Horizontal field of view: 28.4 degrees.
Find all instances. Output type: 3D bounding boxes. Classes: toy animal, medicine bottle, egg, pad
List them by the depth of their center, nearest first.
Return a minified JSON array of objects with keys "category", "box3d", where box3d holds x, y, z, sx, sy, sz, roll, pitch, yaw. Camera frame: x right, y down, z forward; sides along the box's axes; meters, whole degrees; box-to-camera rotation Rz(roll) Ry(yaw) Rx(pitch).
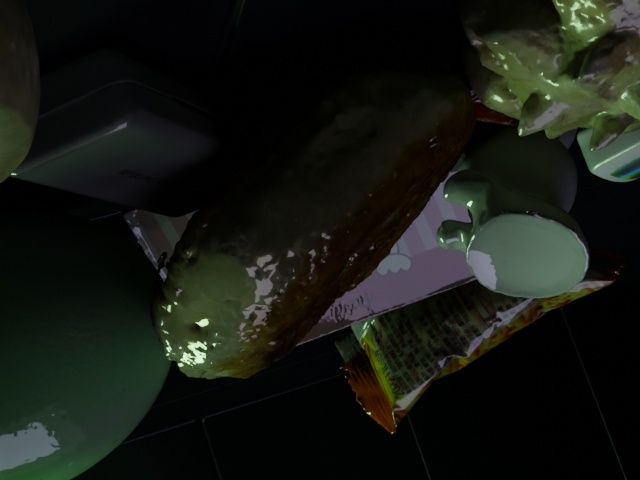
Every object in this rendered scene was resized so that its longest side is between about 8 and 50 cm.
[{"category":"egg","box3d":[-0.240,0.086,0.969,0.270,0.220,0.220,-13,167,-33]},{"category":"toy animal","box3d":[0.166,-0.070,1.058,0.131,0.220,0.103,-2,140,19]},{"category":"pad","box3d":[0.000,0.000,1.131,0.300,0.202,0.005,-21,-149,11]},{"category":"medicine bottle","box3d":[0.379,-0.134,1.296,0.115,0.078,0.219,-7,164,-42]}]

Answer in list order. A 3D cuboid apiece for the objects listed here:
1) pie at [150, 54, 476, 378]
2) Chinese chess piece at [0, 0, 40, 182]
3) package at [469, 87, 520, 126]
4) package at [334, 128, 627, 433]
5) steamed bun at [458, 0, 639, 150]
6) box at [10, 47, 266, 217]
[{"category":"pie","box3d":[0.001,-0.007,0.973,0.315,0.092,0.315,-44,167,-13]},{"category":"Chinese chess piece","box3d":[-0.252,-0.063,0.550,0.257,0.104,0.257,-18,169,-3]},{"category":"package","box3d":[0.186,-0.126,1.167,0.083,0.022,0.200,-25,165,29]},{"category":"package","box3d":[0.121,0.023,1.231,0.288,0.223,0.108,-33,146,5]},{"category":"steamed bun","box3d":[0.251,-0.148,0.893,0.292,0.137,0.295,-23,166,7]},{"category":"box","box3d":[-0.121,-0.066,0.866,0.103,0.055,0.244,-22,169,15]}]
